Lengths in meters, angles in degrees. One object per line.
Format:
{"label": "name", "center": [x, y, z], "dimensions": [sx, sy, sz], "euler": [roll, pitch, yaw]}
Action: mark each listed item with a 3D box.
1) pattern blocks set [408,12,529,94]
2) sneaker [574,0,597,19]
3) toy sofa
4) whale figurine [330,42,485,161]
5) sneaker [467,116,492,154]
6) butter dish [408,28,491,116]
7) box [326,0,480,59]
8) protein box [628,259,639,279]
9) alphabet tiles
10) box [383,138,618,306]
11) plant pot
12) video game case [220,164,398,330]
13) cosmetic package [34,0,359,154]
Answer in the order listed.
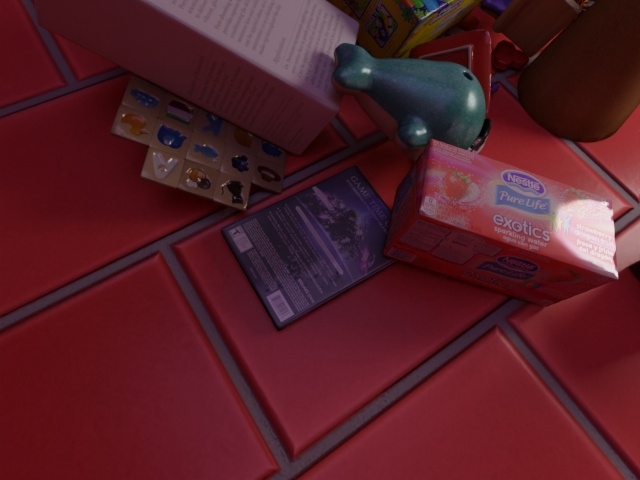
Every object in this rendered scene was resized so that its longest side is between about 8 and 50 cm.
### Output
{"label": "pattern blocks set", "center": [0.276, -0.438, 0.921], "dimensions": [0.285, 0.026, 0.325], "euler": [-41, 75, -21]}
{"label": "sneaker", "center": [0.664, -0.573, 0.995], "dimensions": [0.083, 0.084, 0.214], "euler": [-8, 66, -3]}
{"label": "toy sofa", "center": [0.526, -0.600, 0.877], "dimensions": [0.177, 0.150, 0.362], "euler": [42, 77, -2]}
{"label": "whale figurine", "center": [0.150, -0.240, 0.657], "dimensions": [0.272, 0.141, 0.216], "euler": [25, 51, -21]}
{"label": "sneaker", "center": [0.261, -0.176, 0.768], "dimensions": [0.072, 0.077, 0.178], "euler": [35, 67, 12]}
{"label": "butter dish", "center": [0.266, -0.310, 0.802], "dimensions": [0.118, 0.160, 0.159], "euler": [-17, 106, -49]}
{"label": "box", "center": [0.160, -0.541, 0.805], "dimensions": [0.290, 0.177, 0.279], "euler": [-40, 92, -21]}
{"label": "protein box", "center": [0.678, 0.027, 0.642], "dimensions": [0.200, 0.201, 0.135], "euler": [-21, 68, -14]}
{"label": "alphabet tiles", "center": [-0.187, -0.225, 0.723], "dimensions": [0.286, 0.011, 0.341], "euler": [17, 62, -24]}
{"label": "box", "center": [0.272, -0.020, 0.639], "dimensions": [0.301, 0.154, 0.142], "euler": [17, 64, -3]}
{"label": "plant pot", "center": [0.565, -0.368, 0.792], "dimensions": [0.238, 0.254, 0.236], "euler": [2, 64, -4]}
{"label": "video game case", "center": [0.000, 0.000, 0.689], "dimensions": [0.275, 0.026, 0.196], "euler": [-27, 70, -18]}
{"label": "cosmetic package", "center": [-0.177, -0.360, 0.677], "dimensions": [0.454, 0.162, 0.229], "euler": [24, 61, -21]}
